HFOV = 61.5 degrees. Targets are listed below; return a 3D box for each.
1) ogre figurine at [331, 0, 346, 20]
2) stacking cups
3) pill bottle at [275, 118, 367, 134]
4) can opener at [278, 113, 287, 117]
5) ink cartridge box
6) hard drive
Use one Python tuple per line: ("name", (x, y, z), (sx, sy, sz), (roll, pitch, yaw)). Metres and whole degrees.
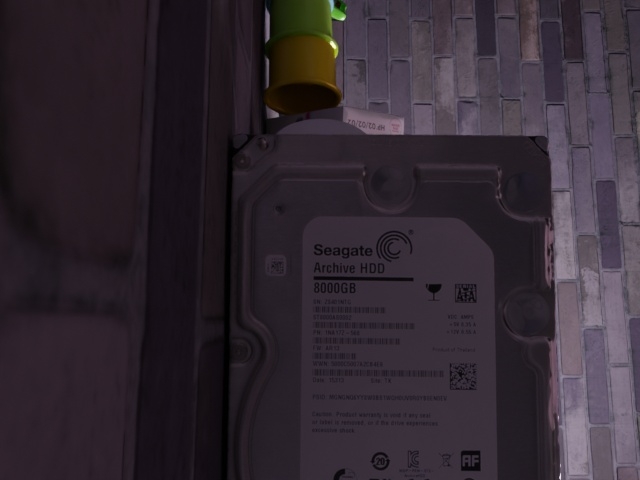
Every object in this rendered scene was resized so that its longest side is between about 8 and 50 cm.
("ogre figurine", (-0.005, -0.371, 0.781), (0.097, 0.197, 0.118), (35, 33, -38))
("stacking cups", (-0.021, -0.318, 0.676), (0.096, 0.095, 0.316), (93, -3, -76))
("pill bottle", (0.000, 0.000, 0.580), (0.246, 0.136, 0.136), (91, -1, -47))
("can opener", (-0.044, -0.309, 0.906), (0.076, 0.095, 0.284), (49, 26, -59))
("ink cartridge box", (0.028, -0.121, 0.651), (0.181, 0.104, 0.062), (7, -83, 48))
("hard drive", (0.050, 0.092, 0.397), (0.064, 0.236, 0.339), (102, -11, -85))
